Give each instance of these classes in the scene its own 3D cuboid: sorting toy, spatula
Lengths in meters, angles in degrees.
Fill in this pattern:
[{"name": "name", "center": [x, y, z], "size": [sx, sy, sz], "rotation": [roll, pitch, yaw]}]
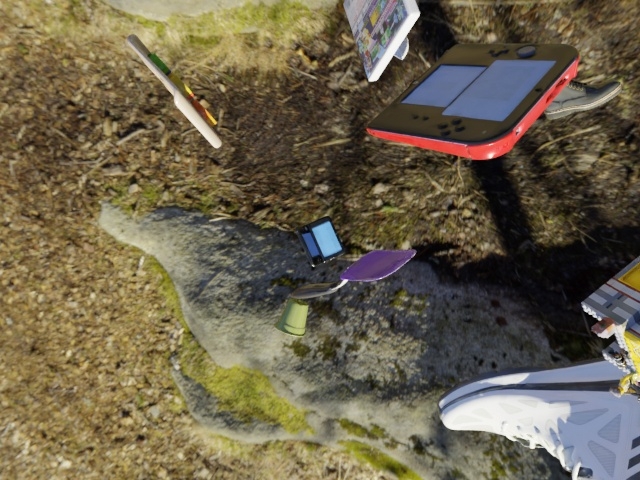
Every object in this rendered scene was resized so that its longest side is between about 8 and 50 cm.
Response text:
[{"name": "sorting toy", "center": [-0.287, -0.303, 1.047], "size": [0.038, 0.193, 0.208], "rotation": [-39, 67, 0]}, {"name": "spatula", "center": [0.028, 0.061, 0.799], "size": [0.030, 0.084, 0.296], "rotation": [56, 146, -3]}]

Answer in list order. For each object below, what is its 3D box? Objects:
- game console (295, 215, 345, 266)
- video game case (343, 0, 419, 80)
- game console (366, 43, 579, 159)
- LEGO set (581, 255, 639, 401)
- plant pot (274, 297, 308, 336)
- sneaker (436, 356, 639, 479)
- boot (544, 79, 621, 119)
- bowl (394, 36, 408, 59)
[{"name": "game console", "center": [0.000, 0.000, 1.458], "size": [0.071, 0.107, 0.122], "rotation": [-26, 85, 25]}, {"name": "video game case", "center": [0.107, -0.432, 0.961], "size": [0.023, 0.201, 0.183], "rotation": [-12, 78, -19]}, {"name": "game console", "center": [0.338, -0.330, 1.148], "size": [0.342, 0.386, 0.060], "rotation": [25, 149, 40]}, {"name": "LEGO set", "center": [0.408, 0.142, 0.498], "size": [0.192, 0.255, 0.331], "rotation": [-38, 127, -2]}, {"name": "plant pot", "center": [-0.066, 0.190, 1.305], "size": [0.083, 0.083, 0.079], "rotation": [20, 96, 11]}, {"name": "sneaker", "center": [0.437, 0.377, 0.967], "size": [0.447, 0.169, 0.257], "rotation": [-20, 53, 30]}, {"name": "boot", "center": [0.691, -0.423, 1.400], "size": [0.198, 0.077, 0.137], "rotation": [-18, 118, 36]}, {"name": "bowl", "center": [0.194, -0.600, 1.481], "size": [0.053, 0.142, 0.142], "rotation": [-45, 57, 5]}]
